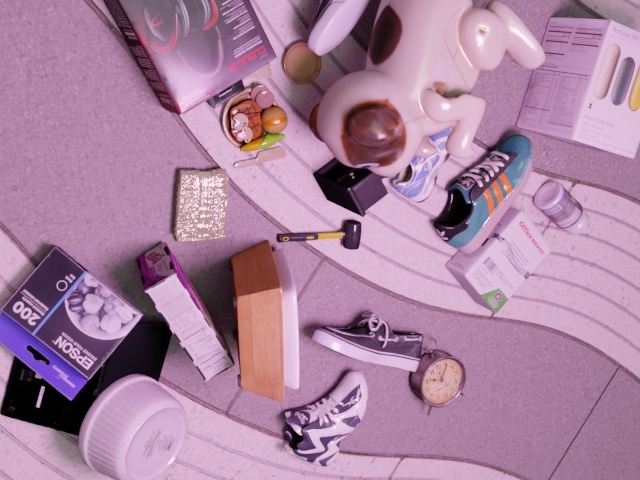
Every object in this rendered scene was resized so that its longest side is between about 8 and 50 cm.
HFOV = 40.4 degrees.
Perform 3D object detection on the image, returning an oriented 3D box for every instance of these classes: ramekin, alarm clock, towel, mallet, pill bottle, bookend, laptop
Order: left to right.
[{"bbox_3d":[-0.450,0.248,1.701,0.265,0.136,0.234,16,97,-4],"label":"laptop"},{"bbox_3d":[-0.353,0.373,1.686,0.207,0.109,0.207,-33,133,-43],"label":"ramekin"},{"bbox_3d":[-0.235,-0.069,1.709,0.110,0.027,0.148,-3,107,-26],"label":"towel"},{"bbox_3d":[0.000,0.000,1.851,0.190,0.039,0.062,-10,112,-20],"label":"mallet"},{"bbox_3d":[0.092,-0.137,1.784,0.156,0.157,0.072,-37,119,-13],"label":"bookend"},{"bbox_3d":[0.274,0.310,2.065,0.129,0.064,0.192,-24,117,-19],"label":"alarm clock"},{"bbox_3d":[0.586,-0.075,2.104,0.137,0.078,0.078,37,86,-31],"label":"pill bottle"}]

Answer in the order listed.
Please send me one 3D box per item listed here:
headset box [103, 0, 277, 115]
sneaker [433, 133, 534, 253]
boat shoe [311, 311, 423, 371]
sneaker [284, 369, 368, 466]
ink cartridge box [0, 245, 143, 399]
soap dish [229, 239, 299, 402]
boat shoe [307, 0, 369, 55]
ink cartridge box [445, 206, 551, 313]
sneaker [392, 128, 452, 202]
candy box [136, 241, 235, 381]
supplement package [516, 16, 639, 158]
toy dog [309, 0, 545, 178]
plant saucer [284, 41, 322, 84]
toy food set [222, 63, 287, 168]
[{"bbox_3d":[-0.232,-0.382,1.568,0.218,0.110,0.293,-34,117,-15],"label":"headset box"},{"bbox_3d":[0.367,-0.120,1.959,0.121,0.108,0.302,30,91,-35],"label":"sneaker"},{"bbox_3d":[0.115,0.215,1.928,0.306,0.113,0.104,18,90,-33],"label":"boat shoe"},{"bbox_3d":[-0.001,0.385,1.926,0.153,0.094,0.235,22,104,-39],"label":"sneaker"},{"bbox_3d":[-0.471,0.153,1.592,0.206,0.045,0.208,39,86,-3],"label":"ink cartridge box"},{"bbox_3d":[-0.113,0.150,1.703,0.118,0.291,0.228,-3,108,-7],"label":"soap dish"},{"bbox_3d":[0.044,-0.500,1.685,0.301,0.102,0.108,-59,165,-3],"label":"boat shoe"},{"bbox_3d":[0.421,0.041,2.047,0.208,0.087,0.153,-46,120,-7],"label":"ink cartridge box"},{"bbox_3d":[0.225,-0.188,1.882,0.081,0.080,0.211,16,96,-33],"label":"sneaker"},{"bbox_3d":[-0.260,0.136,1.676,0.071,0.159,0.233,-30,118,-4],"label":"candy box"},{"bbox_3d":[0.613,-0.346,1.967,0.199,0.198,0.262,11,99,-29],"label":"supplement package"},{"bbox_3d":[0.170,-0.304,1.661,0.408,0.285,0.395,-52,129,-11],"label":"toy dog"},{"bbox_3d":[-0.037,-0.353,1.733,0.083,0.015,0.083,-8,109,-26],"label":"plant saucer"},{"bbox_3d":[-0.128,-0.238,1.707,0.132,0.038,0.192,-19,113,-21],"label":"toy food set"}]
